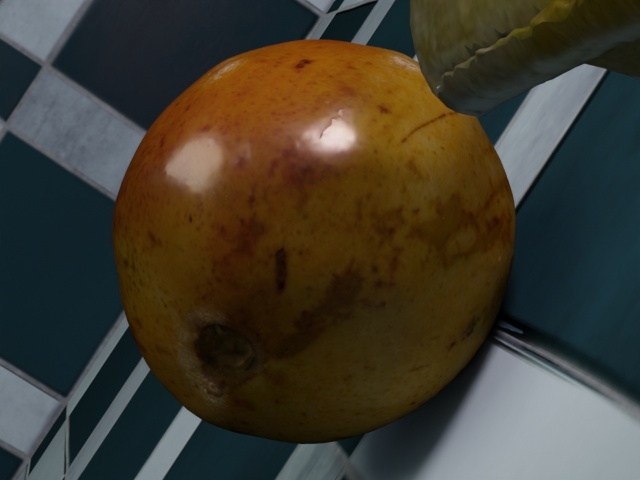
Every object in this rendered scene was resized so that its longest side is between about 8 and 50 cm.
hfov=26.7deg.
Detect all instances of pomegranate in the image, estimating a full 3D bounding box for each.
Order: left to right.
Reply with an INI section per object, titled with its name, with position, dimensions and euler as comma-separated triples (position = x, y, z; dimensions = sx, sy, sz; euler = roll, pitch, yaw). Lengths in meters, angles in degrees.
[pomegranate]
position = 0.000, 0.000, 0.857
dimensions = 0.264, 0.264, 0.264
euler = -53, 12, 16

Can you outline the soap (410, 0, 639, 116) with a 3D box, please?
[soap]
position = 0.130, -0.197, 0.343
dimensions = 0.335, 0.156, 0.293
euler = 157, 112, -74
